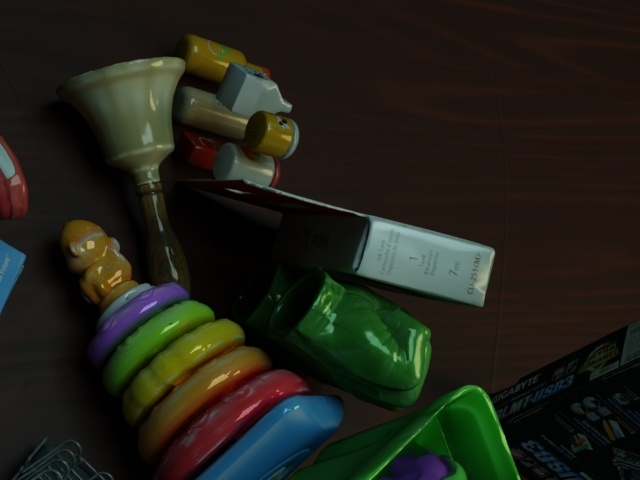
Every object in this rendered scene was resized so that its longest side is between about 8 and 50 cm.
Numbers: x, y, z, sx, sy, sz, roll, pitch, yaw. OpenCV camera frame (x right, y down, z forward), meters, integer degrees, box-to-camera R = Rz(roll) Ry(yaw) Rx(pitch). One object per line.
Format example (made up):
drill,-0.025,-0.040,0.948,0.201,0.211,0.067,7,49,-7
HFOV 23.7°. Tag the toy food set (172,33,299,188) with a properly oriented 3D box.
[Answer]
toy food set,-0.069,-0.114,1.512,0.104,0.111,0.232,14,16,-34

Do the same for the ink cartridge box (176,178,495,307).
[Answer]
ink cartridge box,0.000,0.000,1.425,0.239,0.275,0.060,14,88,-17

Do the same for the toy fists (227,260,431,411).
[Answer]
toy fists,0.017,0.084,1.398,0.142,0.279,0.096,37,81,-15

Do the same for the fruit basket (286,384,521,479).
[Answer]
fruit basket,0.154,0.316,1.250,0.283,0.392,0.392,-34,90,-46

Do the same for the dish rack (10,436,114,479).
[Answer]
dish rack,-0.169,0.247,1.188,0.208,0.074,0.271,48,11,-6

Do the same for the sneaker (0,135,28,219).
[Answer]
sneaker,-0.350,-0.062,1.259,0.221,0.087,0.128,32,48,31

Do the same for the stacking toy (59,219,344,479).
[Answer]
stacking toy,-0.138,0.098,1.342,0.302,0.166,0.175,49,8,14

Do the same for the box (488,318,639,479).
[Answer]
box,0.366,0.216,1.583,0.295,0.293,0.073,39,49,-16

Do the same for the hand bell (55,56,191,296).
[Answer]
hand bell,-0.161,-0.039,1.438,0.126,0.126,0.242,-10,85,-43

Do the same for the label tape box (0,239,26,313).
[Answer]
label tape box,-0.421,0.036,1.155,0.334,0.106,0.240,34,48,-21
